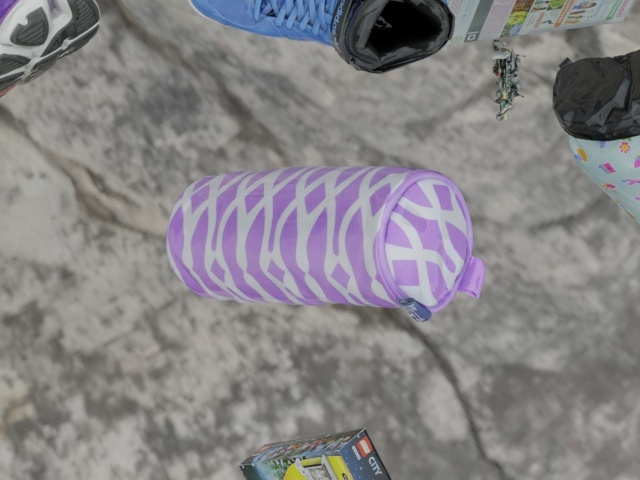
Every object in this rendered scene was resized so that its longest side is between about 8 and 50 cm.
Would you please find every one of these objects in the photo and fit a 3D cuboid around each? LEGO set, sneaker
[{"bbox_3d":[0.129,-0.110,1.147,0.023,0.083,0.054,-1,91,9],"label":"LEGO set"},{"bbox_3d":[-0.160,-0.108,0.821,0.068,0.170,0.071,-33,99,-21],"label":"sneaker"},{"bbox_3d":[0.001,-0.133,0.953,0.152,0.084,0.058,8,108,-12],"label":"sneaker"}]

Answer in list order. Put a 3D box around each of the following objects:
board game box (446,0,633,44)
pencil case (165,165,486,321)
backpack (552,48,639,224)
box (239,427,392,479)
[{"bbox_3d":[0.218,-0.315,1.927,0.303,0.224,0.097,-7,75,-7],"label":"board game box"},{"bbox_3d":[0.000,0.000,1.002,0.088,0.206,0.086,31,72,-41],"label":"pencil case"},{"bbox_3d":[0.313,-0.094,1.594,0.182,0.152,0.115,41,63,-38],"label":"backpack"},{"bbox_3d":[0.032,0.301,1.657,0.044,0.159,0.233,-34,102,-39],"label":"box"}]
